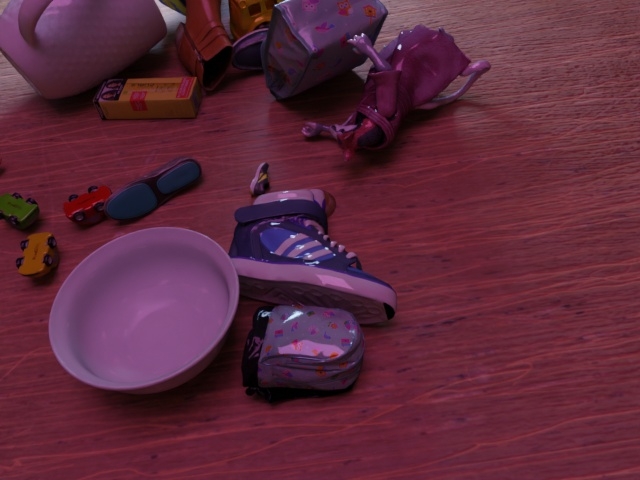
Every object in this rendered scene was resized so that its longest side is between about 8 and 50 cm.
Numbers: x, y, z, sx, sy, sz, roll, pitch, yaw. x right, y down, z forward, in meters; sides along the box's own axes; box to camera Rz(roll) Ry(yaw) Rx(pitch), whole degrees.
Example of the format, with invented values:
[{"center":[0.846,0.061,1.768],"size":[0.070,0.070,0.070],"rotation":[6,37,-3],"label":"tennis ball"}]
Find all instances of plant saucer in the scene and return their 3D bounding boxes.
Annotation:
[{"center":[-0.012,-0.074,1.187],"size":[0.083,0.015,0.083],"rotation":[-4,52,5],"label":"plant saucer"}]

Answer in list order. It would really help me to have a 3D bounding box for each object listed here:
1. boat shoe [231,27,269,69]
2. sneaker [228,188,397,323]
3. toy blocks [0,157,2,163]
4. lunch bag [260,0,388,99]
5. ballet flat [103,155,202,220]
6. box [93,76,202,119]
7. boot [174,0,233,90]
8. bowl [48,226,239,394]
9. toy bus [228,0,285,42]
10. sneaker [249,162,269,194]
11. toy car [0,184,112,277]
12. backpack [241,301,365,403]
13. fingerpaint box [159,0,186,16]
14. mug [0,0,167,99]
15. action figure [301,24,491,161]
[{"center":[-0.094,-0.455,1.451],"size":[0.254,0.095,0.079],"rotation":[-13,40,-15],"label":"boat shoe"},{"center":[0.000,0.000,1.053],"size":[0.322,0.130,0.236],"rotation":[9,58,21],"label":"sneaker"},{"center":[-0.739,-0.144,1.306],"size":[0.148,0.054,0.123],"rotation":[13,55,16],"label":"toy blocks"},{"center":[-0.005,-0.427,1.320],"size":[0.223,0.262,0.160],"rotation":[-33,84,-20],"label":"lunch bag"},{"center":[-0.342,-0.106,1.231],"size":[0.213,0.072,0.068],"rotation":[-31,27,-18],"label":"ballet flat"},{"center":[-0.400,-0.331,1.408],"size":[0.232,0.058,0.087],"rotation":[2,52,8],"label":"box"},{"center":[-0.261,-0.514,1.411],"size":[0.109,0.283,0.220],"rotation":[6,39,-38],"label":"boot"},{"center":[-0.266,0.131,0.982],"size":[0.298,0.134,0.298],"rotation":[-3,53,4],"label":"bowl"},{"center":[-0.126,-0.606,1.495],"size":[0.220,0.211,0.149],"rotation":[-22,51,-12],"label":"toy bus"},{"center":[-0.118,-0.122,1.233],"size":[0.035,0.031,0.083],"rotation":[18,59,3],"label":"sneaker"},{"center":[-0.554,-0.037,1.201],"size":[0.225,0.053,0.239],"rotation":[20,56,21],"label":"toy car"},{"center":[-0.023,0.169,0.936],"size":[0.182,0.115,0.152],"rotation":[5,50,7],"label":"backpack"},{"center":[-0.347,-0.804,1.407],"size":[0.163,0.445,0.371],"rotation":[33,89,24],"label":"fingerpaint box"},{"center":[-0.567,-0.504,1.379],"size":[0.328,0.374,0.276],"rotation":[-44,96,-13],"label":"mug"},{"center":[0.140,-0.275,1.252],"size":[0.275,0.248,0.370],"rotation":[32,57,-3],"label":"action figure"}]
